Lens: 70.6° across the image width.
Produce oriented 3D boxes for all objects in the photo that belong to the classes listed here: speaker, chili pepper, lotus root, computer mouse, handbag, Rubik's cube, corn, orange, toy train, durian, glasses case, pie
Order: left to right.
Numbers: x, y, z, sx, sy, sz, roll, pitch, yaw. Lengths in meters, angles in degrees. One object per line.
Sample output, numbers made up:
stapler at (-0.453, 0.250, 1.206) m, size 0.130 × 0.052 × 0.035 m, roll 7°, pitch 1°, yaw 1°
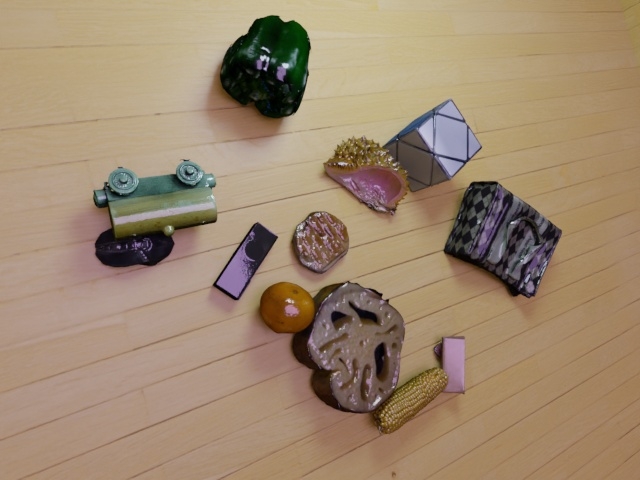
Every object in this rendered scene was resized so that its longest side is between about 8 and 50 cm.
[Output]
computer mouse at (-0.472, 0.014, 1.159) m, size 0.192 × 0.062 × 0.106 m, roll -4°, pitch 85°, yaw -28°
toy train at (-0.409, -0.095, 1.164) m, size 0.307 × 0.126 × 0.190 m, roll -13°, pitch 82°, yaw -28°
speaker at (-0.211, 0.058, 1.289) m, size 0.082 × 0.044 × 0.218 m, roll 38°, pitch 68°, yaw -17°
chili pepper at (-0.140, -0.502, 1.302) m, size 0.248 × 0.233 × 0.257 m, roll 24°, pitch 67°, yaw -26°
orange at (-0.096, 0.194, 1.271) m, size 0.159 × 0.159 × 0.136 m, roll 11°, pitch 120°, yaw -24°
pie at (0.000, 0.000, 1.400) m, size 0.195 × 0.046 × 0.195 m, roll 3°, pitch 83°, yaw -27°
lotus root at (0.106, 0.315, 1.378) m, size 0.374 × 0.111 × 0.391 m, roll -18°, pitch 89°, yaw -29°
durian at (0.167, -0.252, 1.492) m, size 0.305 × 0.185 × 0.196 m, roll 26°, pitch 49°, yaw -12°
corn at (0.279, 0.506, 1.438) m, size 0.310 × 0.101 × 0.101 m, roll -28°, pitch 96°, yaw -29°
Rubik's cube at (0.376, -0.316, 1.537) m, size 0.205 × 0.205 × 0.207 m, roll -41°, pitch 102°, yaw -24°
glasses case at (0.438, 0.424, 1.553) m, size 0.102 × 0.070 × 0.194 m, roll 2°, pitch 84°, yaw 2°
handbag at (0.685, 0.009, 1.675) m, size 0.416 × 0.180 × 0.317 m, roll 26°, pitch 81°, yaw -26°
